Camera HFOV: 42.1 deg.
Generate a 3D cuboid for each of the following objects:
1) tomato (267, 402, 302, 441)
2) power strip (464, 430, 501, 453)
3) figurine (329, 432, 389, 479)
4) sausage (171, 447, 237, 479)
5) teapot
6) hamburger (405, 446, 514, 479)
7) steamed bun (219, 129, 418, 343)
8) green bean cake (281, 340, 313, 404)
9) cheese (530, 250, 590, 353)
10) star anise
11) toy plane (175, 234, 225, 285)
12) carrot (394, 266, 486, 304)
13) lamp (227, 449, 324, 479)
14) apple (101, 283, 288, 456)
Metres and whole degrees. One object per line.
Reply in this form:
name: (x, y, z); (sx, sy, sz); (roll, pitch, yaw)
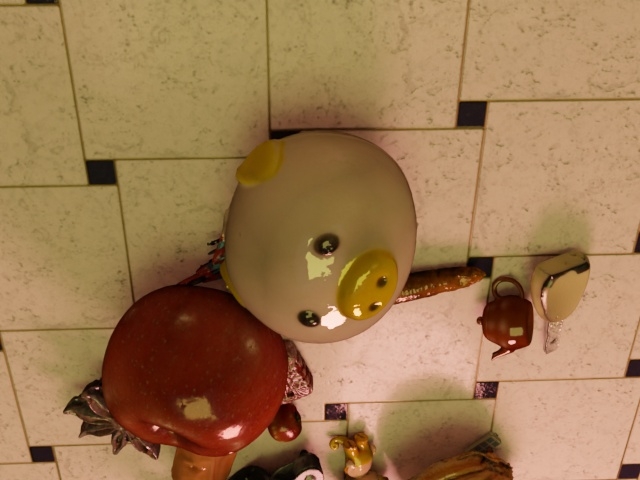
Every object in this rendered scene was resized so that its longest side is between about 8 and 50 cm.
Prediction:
tomato: (-0.081, 0.393, 1.792); (0.075, 0.087, 0.087); (-18, 122, 11)
power strip: (0.372, 0.472, 1.910); (0.090, 0.016, 0.040); (-41, 117, 20)
figurine: (0.090, 0.555, 1.894); (0.156, 0.131, 0.246); (-21, 113, -38)
sausage: (-0.247, 0.447, 1.795); (0.136, 0.120, 0.241); (20, 121, -2)
teapot: (0.366, 0.158, 1.662); (0.116, 0.116, 0.173); (-1, 96, -3)
hamburger: (0.300, 0.584, 1.856); (0.319, 0.158, 0.318); (-18, 144, -13)
steamed bun: (-0.001, -0.003, 1.409); (0.334, 0.334, 0.374); (7, 118, -8)
green bean cake: (-0.093, 0.284, 1.737); (0.136, 0.056, 0.135); (-21, 120, 10)
cheese: (0.474, 0.136, 1.669); (0.127, 0.054, 0.251); (-19, 131, -16)
star anise: (-0.401, 0.356, 1.738); (0.236, 0.109, 0.223); (1, 129, 12)
toy plane: (-0.193, 0.049, 1.578); (0.189, 0.061, 0.130); (-19, 123, 14)
carrot: (0.169, 0.094, 1.628); (0.314, 0.066, 0.066); (-9, 123, 0)
lamp: (-0.120, 0.659, 1.886); (0.374, 0.205, 0.272); (-29, 116, 2)
apple: (-0.229, 0.241, 1.528); (0.348, 0.277, 0.348); (14, 150, 8)
